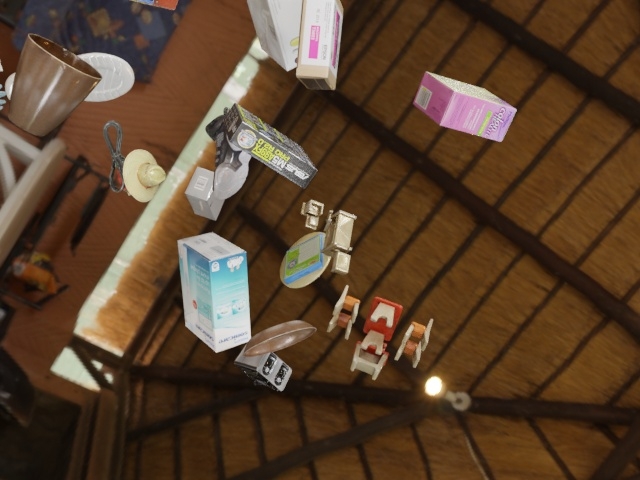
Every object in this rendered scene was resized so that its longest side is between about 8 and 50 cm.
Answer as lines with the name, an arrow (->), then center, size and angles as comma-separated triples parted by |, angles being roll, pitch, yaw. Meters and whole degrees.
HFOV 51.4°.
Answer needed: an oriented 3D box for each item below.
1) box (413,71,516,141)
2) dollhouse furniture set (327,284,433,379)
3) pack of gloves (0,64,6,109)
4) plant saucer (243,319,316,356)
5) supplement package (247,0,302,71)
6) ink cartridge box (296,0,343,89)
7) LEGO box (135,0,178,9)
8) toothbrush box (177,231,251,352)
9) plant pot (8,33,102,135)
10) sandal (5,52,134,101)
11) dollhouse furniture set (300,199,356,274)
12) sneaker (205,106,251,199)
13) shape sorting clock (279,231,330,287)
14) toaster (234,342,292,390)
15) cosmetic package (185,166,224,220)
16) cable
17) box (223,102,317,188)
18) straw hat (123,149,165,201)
box -> 0.461, -0.433, 2.148 | 0.213, 0.243, 0.117 | -121, -135, -55
dollhouse furniture set -> 0.161, 0.257, 1.871 | 0.135, 0.262, 0.259 | -61, 169, -47
pack of gloves -> -0.971, -0.459, 1.882 | 0.232, 0.046, 0.194 | -41, 134, -66
plant saucer -> -0.109, 0.248, 1.710 | 0.199, 0.199, 0.036 | -38, -113, 43
supplement package -> -0.117, -0.704, 2.071 | 0.145, 0.261, 0.204 | -29, -133, -12
ink cartridge box -> 0.000, -0.533, 1.772 | 0.193, 0.088, 0.234 | -32, 128, -82
LEGO box -> -0.438, -0.913, 1.696 | 0.372, 0.193, 0.499 | -51, -136, 45
toothbrush box -> -0.317, 0.150, 1.987 | 0.216, 0.126, 0.295 | 27, -55, 49
plant pot -> -0.763, -0.415, 1.850 | 0.230, 0.215, 0.215 | -55, -159, 11
sandal -> -0.828, -0.545, 2.199 | 0.102, 0.417, 0.169 | 45, -42, 38
dollhouse furniture set -> 0.000, 0.000, 1.931 | 0.101, 0.161, 0.181 | -32, -137, 58
sneaker -> -0.286, -0.265, 2.002 | 0.153, 0.101, 0.268 | 43, -58, 37
shape sorting clock -> -0.045, 0.062, 2.096 | 0.206, 0.040, 0.206 | -28, -144, 24
toaster -> -0.224, 0.486, 2.556 | 0.186, 0.168, 0.110 | 2, -128, 48
cosmetic package -> -0.454, -0.183, 2.646 | 0.238, 0.107, 0.127 | 82, 28, -73
cable -> -0.732, -0.293, 2.424 | 0.140, 0.287, 0.072 | -19, -162, 8
box -> -0.131, -0.241, 1.659 | 0.060, 0.216, 0.270 | -55, -159, 11
straw hat -> -0.430, -0.165, 1.687 | 0.061, 0.144, 0.144 | 0, -127, 24
